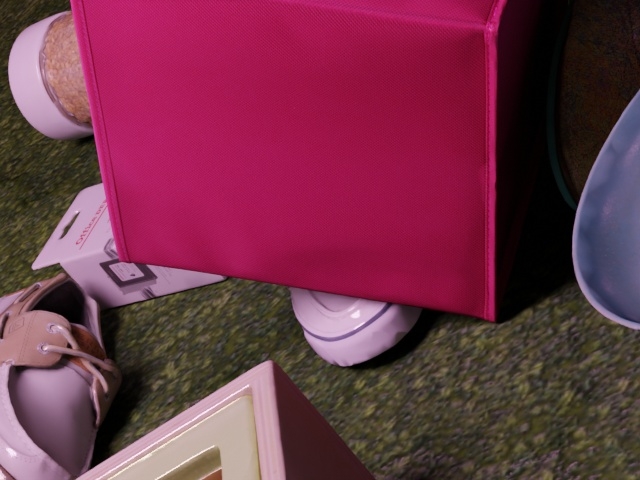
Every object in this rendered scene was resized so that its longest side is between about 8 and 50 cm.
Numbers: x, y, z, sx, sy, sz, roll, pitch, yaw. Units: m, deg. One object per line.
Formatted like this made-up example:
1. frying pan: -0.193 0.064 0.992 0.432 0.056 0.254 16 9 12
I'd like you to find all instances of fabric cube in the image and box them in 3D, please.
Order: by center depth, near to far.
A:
1. fabric cube: 0.015 -0.137 1.254 0.258 0.254 0.259 8 46 14

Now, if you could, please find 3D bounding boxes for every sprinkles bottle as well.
1. sprinkles bottle: -0.131 -0.187 1.790 0.355 0.121 0.121 -14 35 40

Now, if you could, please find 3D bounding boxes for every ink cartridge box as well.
1. ink cartridge box: -0.137 -0.007 1.576 0.180 0.060 0.104 -14 35 40

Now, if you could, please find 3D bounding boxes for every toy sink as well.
1. toy sink: -0.049 0.198 1.052 0.153 0.131 0.234 -32 27 13

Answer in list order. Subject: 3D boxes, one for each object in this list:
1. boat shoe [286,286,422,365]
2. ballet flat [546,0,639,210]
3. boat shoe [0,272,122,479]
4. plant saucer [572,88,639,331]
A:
1. boat shoe: 0.000 0.000 1.363 0.095 0.084 0.258 -37 26 2
2. ballet flat: 0.225 -0.148 1.296 0.123 0.123 0.348 -23 28 29
3. boat shoe: -0.207 0.102 1.429 0.103 0.113 0.302 -42 25 4
4. plant saucer: 0.260 -0.066 0.955 0.317 0.044 0.317 -39 21 18
